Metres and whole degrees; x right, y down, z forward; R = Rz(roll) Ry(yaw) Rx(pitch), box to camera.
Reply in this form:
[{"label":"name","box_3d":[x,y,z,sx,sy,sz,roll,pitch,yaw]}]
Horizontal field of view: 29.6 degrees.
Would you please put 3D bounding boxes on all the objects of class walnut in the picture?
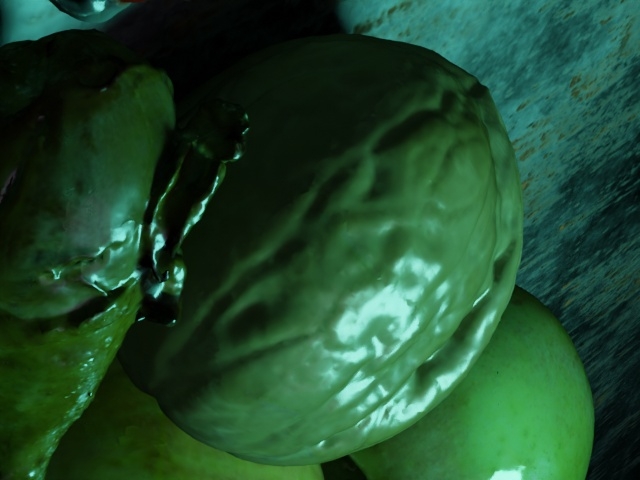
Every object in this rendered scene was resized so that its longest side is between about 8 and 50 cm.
[{"label":"walnut","box_3d":[-0.002,-0.002,0.833,0.313,0.252,0.277,-45,141,-4]}]

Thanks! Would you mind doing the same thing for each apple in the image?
[{"label":"apple","box_3d":[0.125,0.186,1.229,0.277,0.319,0.319,-23,147,-32]},{"label":"apple","box_3d":[-0.130,0.232,1.059,0.252,0.314,0.309,-3,156,11]}]

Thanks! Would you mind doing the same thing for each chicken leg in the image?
[{"label":"chicken leg","box_3d":[-0.196,0.042,0.687,0.361,0.211,0.140,-61,175,24]}]

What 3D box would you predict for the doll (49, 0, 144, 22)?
[{"label":"doll","box_3d":[-0.090,-0.173,0.677,0.104,0.062,0.195,-39,168,29]}]
